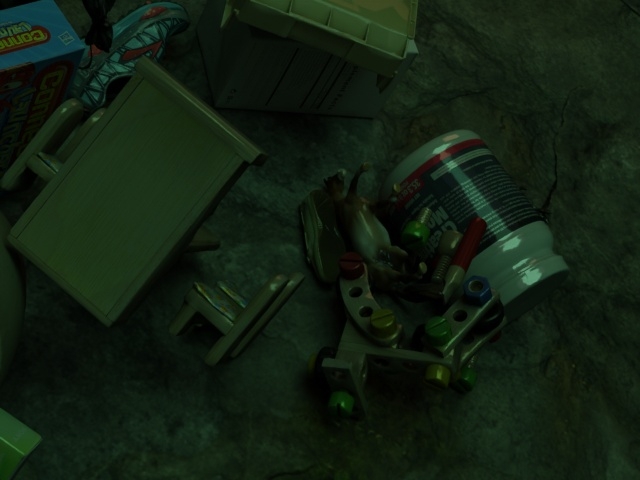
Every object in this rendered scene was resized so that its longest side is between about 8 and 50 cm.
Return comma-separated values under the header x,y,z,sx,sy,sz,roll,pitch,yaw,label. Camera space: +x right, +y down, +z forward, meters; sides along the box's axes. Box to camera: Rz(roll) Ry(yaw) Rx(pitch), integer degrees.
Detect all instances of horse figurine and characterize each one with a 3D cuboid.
x,y,z,sx,sy,sz,roll,pitch,yaw,label
0.090,-0.005,1.847,0.066,0.174,0.263,-27,83,-30,horse figurine

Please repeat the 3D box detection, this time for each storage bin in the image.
x,y,z,sx,sy,sz,roll,pitch,yaw,label
0.006,-0.375,1.844,0.262,0.123,0.260,19,53,-15,storage bin

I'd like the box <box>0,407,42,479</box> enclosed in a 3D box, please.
x,y,z,sx,sy,sz,roll,pitch,yaw,label
-0.492,0.211,1.325,0.322,0.232,0.058,35,18,-3,box

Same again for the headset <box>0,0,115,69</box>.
x,y,z,sx,sy,sz,roll,pitch,yaw,label
-0.481,-0.342,1.739,0.394,0.185,0.243,17,64,3,headset

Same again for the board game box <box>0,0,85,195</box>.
x,y,z,sx,sy,sz,roll,pitch,yaw,label
-0.475,-0.139,1.539,0.302,0.308,0.086,-24,72,-37,board game box

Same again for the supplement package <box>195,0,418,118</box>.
x,y,z,sx,sy,sz,roll,pitch,yaw,label
-0.024,-0.323,1.988,0.293,0.175,0.177,0,57,-27,supplement package

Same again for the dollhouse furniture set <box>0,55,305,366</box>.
x,y,z,sx,sy,sz,roll,pitch,yaw,label
-0.187,-0.053,1.536,0.362,0.256,0.394,40,5,5,dollhouse furniture set

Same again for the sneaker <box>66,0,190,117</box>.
x,y,z,sx,sy,sz,roll,pitch,yaw,label
-0.288,-0.267,1.880,0.262,0.104,0.125,-37,88,-32,sneaker

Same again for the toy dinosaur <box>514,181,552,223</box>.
x,y,z,sx,sy,sz,roll,pitch,yaw,label
0.302,-0.056,2.043,0.118,0.064,0.268,-6,57,-23,toy dinosaur

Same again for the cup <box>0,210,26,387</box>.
x,y,z,sx,sy,sz,roll,pitch,yaw,label
-0.472,0.052,1.431,0.331,0.331,0.237,34,24,-1,cup

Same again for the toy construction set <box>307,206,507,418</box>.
x,y,z,sx,sy,sz,roll,pitch,yaw,label
0.115,0.128,1.670,0.257,0.309,0.237,27,54,3,toy construction set

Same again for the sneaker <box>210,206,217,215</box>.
x,y,z,sx,sy,sz,roll,pitch,yaw,label
-0.216,-0.060,1.778,0.152,0.058,0.084,-6,52,-38,sneaker

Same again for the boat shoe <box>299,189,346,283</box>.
x,y,z,sx,sy,sz,roll,pitch,yaw,label
-0.002,-0.001,1.862,0.056,0.048,0.153,7,60,-38,boat shoe

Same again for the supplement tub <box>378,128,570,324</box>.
x,y,z,sx,sy,sz,roll,pitch,yaw,label
0.232,-0.015,1.886,0.191,0.191,0.272,-21,68,-36,supplement tub
